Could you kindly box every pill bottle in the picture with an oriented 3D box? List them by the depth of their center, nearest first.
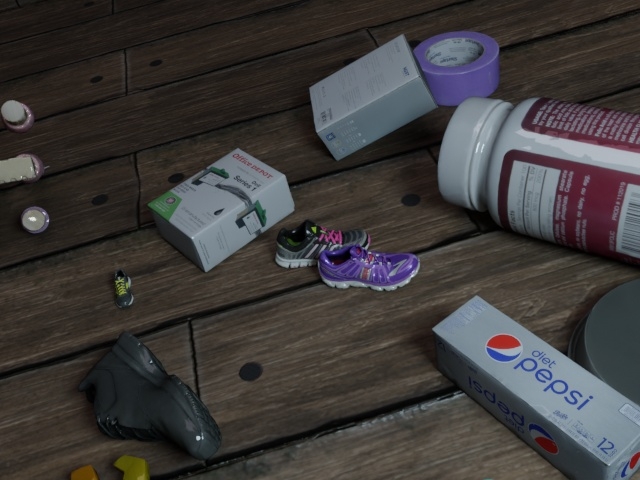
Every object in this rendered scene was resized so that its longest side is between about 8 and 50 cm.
[{"bbox_3d":[0.401,-0.101,1.128,0.392,0.224,0.224,19,50,31],"label":"pill bottle"}]

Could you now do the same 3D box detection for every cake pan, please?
[{"bbox_3d":[0.483,0.154,0.950,0.293,0.054,0.293,-7,42,7],"label":"cake pan"}]

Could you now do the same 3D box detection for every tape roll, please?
[{"bbox_3d":[0.297,-0.380,1.574,0.188,0.080,0.189,-8,41,7],"label":"tape roll"}]

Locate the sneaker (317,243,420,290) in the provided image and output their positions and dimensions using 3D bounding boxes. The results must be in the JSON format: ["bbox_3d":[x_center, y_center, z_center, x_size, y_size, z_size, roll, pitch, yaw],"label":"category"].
[{"bbox_3d":[0.077,0.039,1.174,0.169,0.071,0.068,-4,42,10],"label":"sneaker"}]

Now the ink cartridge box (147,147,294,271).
[{"bbox_3d":[-0.183,-0.063,1.341,0.219,0.093,0.160,-37,47,-24],"label":"ink cartridge box"}]

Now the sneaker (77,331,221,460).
[{"bbox_3d":[-0.248,0.245,1.025,0.130,0.109,0.286,-43,39,-21],"label":"sneaker"}]

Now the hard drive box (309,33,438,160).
[{"bbox_3d":[0.102,-0.295,1.468,0.232,0.089,0.181,-26,40,17],"label":"hard drive box"}]

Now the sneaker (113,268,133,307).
[{"bbox_3d":[-0.353,0.084,1.267,0.031,0.035,0.083,-20,41,-6],"label":"sneaker"}]

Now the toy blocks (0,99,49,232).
[{"bbox_3d":[-0.716,-0.114,1.490,0.288,0.309,0.260,-13,7,-17],"label":"toy blocks"}]

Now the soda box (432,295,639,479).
[{"bbox_3d":[0.277,0.195,0.926,0.091,0.098,0.286,-34,45,-20],"label":"soda box"}]

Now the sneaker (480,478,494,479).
[{"bbox_3d":[0.208,0.351,0.762,0.295,0.124,0.179,-1,52,16],"label":"sneaker"}]

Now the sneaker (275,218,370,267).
[{"bbox_3d":[0.000,0.000,1.235,0.170,0.075,0.063,-8,41,7],"label":"sneaker"}]

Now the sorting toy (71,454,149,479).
[{"bbox_3d":[-0.231,0.400,0.886,0.228,0.041,0.307,-21,41,-1],"label":"sorting toy"}]
